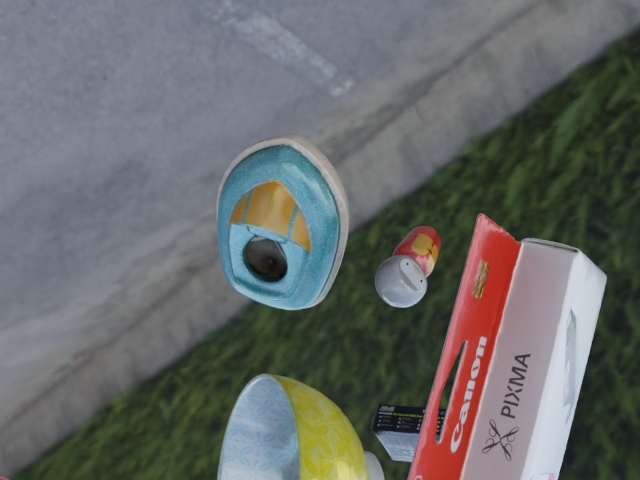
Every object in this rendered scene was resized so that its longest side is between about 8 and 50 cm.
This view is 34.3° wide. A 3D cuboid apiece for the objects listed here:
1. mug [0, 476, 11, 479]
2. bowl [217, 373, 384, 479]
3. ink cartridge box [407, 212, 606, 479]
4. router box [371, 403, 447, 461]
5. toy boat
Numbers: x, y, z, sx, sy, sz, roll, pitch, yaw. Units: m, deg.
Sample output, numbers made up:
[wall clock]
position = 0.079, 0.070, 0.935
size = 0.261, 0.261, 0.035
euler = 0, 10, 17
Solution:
[mug]
position = -0.299, 0.293, 0.865
size = 0.150, 0.169, 0.113
euler = 30, 140, -35
[bowl]
position = -0.013, 0.315, 1.295
size = 0.156, 0.289, 0.289
euler = 9, 152, -23
[ink cartridge box]
position = 0.154, 0.133, 0.845
size = 0.060, 0.275, 0.239
euler = 13, 175, 26
[router box]
position = 0.136, 0.246, 1.306
size = 0.122, 0.038, 0.092
euler = 1, 144, 25
[toy boat]
position = 0.000, 0.000, 1.383
size = 0.148, 0.318, 0.267
euler = -54, 153, -53
